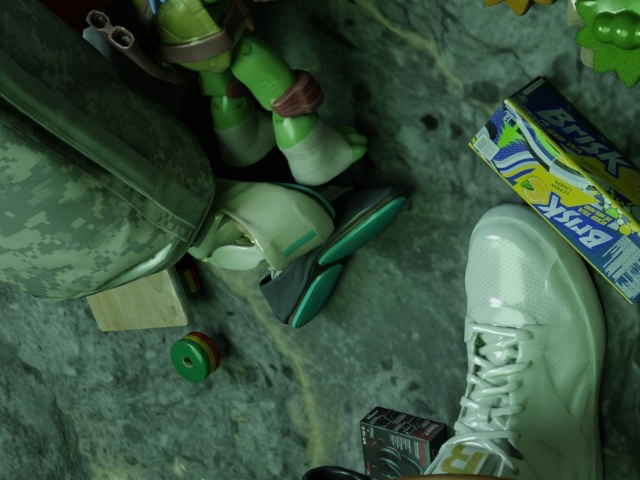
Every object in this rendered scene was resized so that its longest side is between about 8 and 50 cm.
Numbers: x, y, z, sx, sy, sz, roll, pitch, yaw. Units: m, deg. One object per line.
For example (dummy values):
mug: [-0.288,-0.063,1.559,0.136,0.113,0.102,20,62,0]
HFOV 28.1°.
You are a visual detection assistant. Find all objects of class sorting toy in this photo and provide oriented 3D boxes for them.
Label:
sorting toy: [-0.188,0.010,1.266,0.132,0.046,0.274,-7,110,40]

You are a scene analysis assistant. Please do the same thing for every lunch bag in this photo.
lunch bag: [-0.254,-0.092,1.008,0.256,0.212,0.305,8,158,44]

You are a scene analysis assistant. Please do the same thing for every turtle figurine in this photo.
turtle figurine: [-0.047,-0.195,1.005,0.198,0.275,0.266,-10,130,18]

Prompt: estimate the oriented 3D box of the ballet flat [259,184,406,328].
ballet flat: [0.000,0.000,1.100,0.074,0.074,0.203,45,137,9]

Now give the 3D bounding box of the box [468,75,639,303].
box: [0.192,-0.038,0.933,0.169,0.059,0.054,46,132,8]

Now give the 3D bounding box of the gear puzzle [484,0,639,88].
gear puzzle: [0.237,-0.172,0.834,0.339,0.044,0.175,19,125,29]

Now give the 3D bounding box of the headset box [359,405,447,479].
headset box: [0.080,0.193,1.169,0.083,0.032,0.062,12,121,34]

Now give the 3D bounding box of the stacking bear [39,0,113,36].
stacking bear: [-0.242,-0.303,1.061,0.175,0.164,0.289,-114,14,-48]

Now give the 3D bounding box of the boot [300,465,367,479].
boot: [0.089,0.382,1.222,0.338,0.118,0.223,30,120,11]

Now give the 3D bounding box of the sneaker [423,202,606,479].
sneaker: [0.143,0.132,0.994,0.108,0.169,0.292,3,115,39]

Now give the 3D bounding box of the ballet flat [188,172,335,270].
ballet flat: [-0.082,-0.017,1.089,0.248,0.086,0.086,11,123,58]

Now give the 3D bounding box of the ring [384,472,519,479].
ring: [0.100,0.309,0.998,0.336,0.032,0.336,2,126,2]
